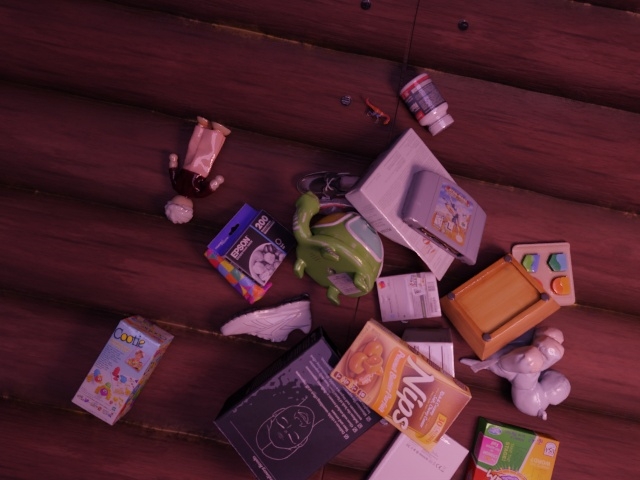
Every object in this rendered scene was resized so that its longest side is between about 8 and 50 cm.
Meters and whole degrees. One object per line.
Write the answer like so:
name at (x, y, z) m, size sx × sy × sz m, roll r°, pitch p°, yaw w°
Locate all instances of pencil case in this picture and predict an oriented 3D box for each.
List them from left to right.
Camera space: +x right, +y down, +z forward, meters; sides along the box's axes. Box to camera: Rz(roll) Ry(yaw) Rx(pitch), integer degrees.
pencil case at (-0.259, 0.087, 1.471) m, size 0.104 × 0.104 × 0.236 m, roll -41°, pitch 89°, yaw -2°

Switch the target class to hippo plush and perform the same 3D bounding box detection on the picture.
hippo plush at (0.637, 0.420, 1.406) m, size 0.294 × 0.234 × 0.236 m, roll -27°, pitch 88°, yaw -2°

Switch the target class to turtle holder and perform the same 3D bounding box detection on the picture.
turtle holder at (0.042, 0.020, 1.413) m, size 0.320 × 0.243 × 0.227 m, roll 29°, pitch 56°, yaw 6°

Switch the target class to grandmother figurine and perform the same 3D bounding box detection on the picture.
grandmother figurine at (-0.398, -0.212, 1.484) m, size 0.208 × 0.104 × 0.342 m, roll 24°, pitch 90°, yaw 27°

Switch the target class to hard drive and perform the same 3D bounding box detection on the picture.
hard drive at (0.293, 0.737, 1.484) m, size 0.210 × 0.040 × 0.318 m, roll 36°, pitch 87°, yaw 1°

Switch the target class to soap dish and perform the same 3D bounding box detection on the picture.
soap dish at (0.542, 0.190, 1.433) m, size 0.291 × 0.118 × 0.229 m, roll -34°, pitch 61°, yaw 0°

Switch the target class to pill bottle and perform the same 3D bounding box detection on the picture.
pill bottle at (0.344, -0.432, 1.495) m, size 0.108 × 0.108 × 0.180 m, roll -34°, pitch 88°, yaw -2°

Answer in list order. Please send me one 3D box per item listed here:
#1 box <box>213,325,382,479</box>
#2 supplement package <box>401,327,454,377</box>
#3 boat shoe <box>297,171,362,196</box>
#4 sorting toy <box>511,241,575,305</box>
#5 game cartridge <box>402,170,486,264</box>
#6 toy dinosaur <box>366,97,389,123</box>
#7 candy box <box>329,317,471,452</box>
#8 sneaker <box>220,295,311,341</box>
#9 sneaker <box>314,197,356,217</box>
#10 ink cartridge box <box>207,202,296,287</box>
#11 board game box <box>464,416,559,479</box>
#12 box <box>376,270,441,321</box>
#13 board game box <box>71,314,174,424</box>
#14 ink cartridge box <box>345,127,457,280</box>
box at (-0.061, 0.504, 1.401) m, size 0.395 × 0.212 × 0.293 m, roll -37°, pitch 89°, yaw -3°
supplement package at (0.318, 0.376, 1.376) m, size 0.145 × 0.262 × 0.204 m, roll -3°, pitch 88°, yaw 13°
boat shoe at (0.040, -0.184, 1.497) m, size 0.233 × 0.079 × 0.084 m, roll 1°, pitch 90°, yaw 0°
sorting toy at (0.729, 0.113, 1.516) m, size 0.193 × 0.038 × 0.208 m, roll -3°, pitch 88°, yaw -1°
game cartridge at (0.385, -0.077, 1.414) m, size 0.297 × 0.062 × 0.198 m, roll 30°, pitch 71°, yaw -24°
toy dinosaur at (0.187, -0.410, 1.510) m, size 0.082 × 0.090 × 0.047 m, roll 27°, pitch 73°, yaw 44°
candy box at (0.207, 0.372, 1.223) m, size 0.316 × 0.087 × 0.183 m, roll 35°, pitch 96°, yaw 14°
sneaker at (-0.166, 0.265, 1.464) m, size 0.297 × 0.111 × 0.129 m, roll -12°, pitch 94°, yaw 0°
sneaker at (0.048, -0.099, 1.513) m, size 0.158 × 0.061 × 0.064 m, roll 1°, pitch 115°, yaw 0°
ink cartridge box at (-0.205, 0.007, 1.445) m, size 0.208 × 0.045 × 0.206 m, roll 38°, pitch 59°, yaw -5°
board game box at (0.593, 0.751, 1.477) m, size 0.242 × 0.064 × 0.316 m, roll 14°, pitch 88°, yaw 0°
box at (0.280, 0.177, 1.482) m, size 0.186 × 0.038 × 0.145 m, roll -9°, pitch 88°, yaw 14°
board game box at (-0.599, 0.389, 1.430) m, size 0.144 × 0.142 × 0.275 m, roll 31°, pitch 88°, yaw 0°
ink cartridge box at (0.300, -0.109, 1.453) m, size 0.385 × 0.091 × 0.308 m, roll 48°, pitch 61°, yaw -15°
